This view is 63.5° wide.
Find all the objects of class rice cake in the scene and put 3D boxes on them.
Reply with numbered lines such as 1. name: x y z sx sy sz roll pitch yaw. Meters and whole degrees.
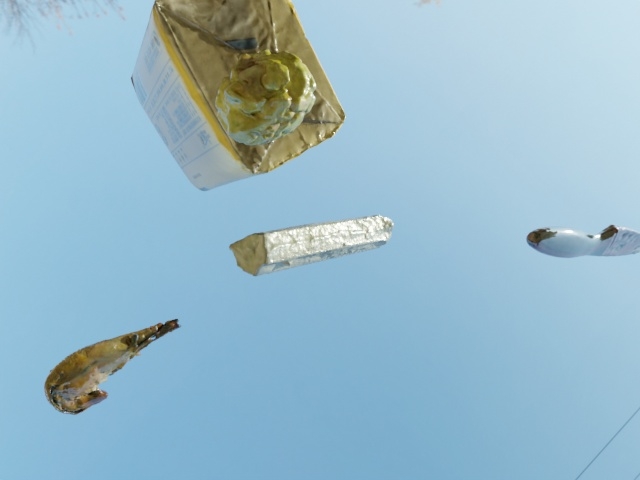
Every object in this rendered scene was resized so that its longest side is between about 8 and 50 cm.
1. rice cake: 0.000 0.000 0.680 0.057 0.256 0.052 11 -75 43

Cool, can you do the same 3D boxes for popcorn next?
1. popcorn: -0.068 -0.173 0.609 0.120 0.116 0.106 -33 -105 38

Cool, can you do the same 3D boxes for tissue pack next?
1. tissue pack: -0.167 -0.262 0.921 0.228 0.293 0.382 -33 -166 -19

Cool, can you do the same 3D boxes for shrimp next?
1. shrimp: -0.388 0.229 0.984 0.262 0.117 0.066 -21 -144 -37

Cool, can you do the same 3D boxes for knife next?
1. knife: 0.254 0.000 0.470 0.018 0.247 0.036 47 -57 39
